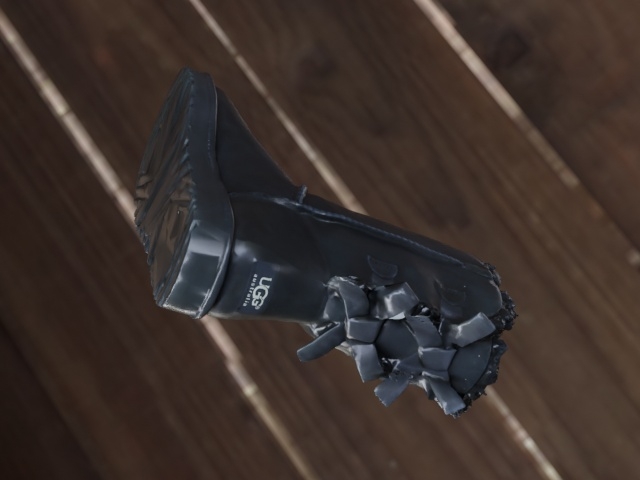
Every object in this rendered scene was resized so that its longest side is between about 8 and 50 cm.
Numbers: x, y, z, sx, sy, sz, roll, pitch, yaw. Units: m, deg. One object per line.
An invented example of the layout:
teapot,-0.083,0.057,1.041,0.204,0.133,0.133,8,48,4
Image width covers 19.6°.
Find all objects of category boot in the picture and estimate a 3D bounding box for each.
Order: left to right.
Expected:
boot,0.000,-0.001,0.536,0.099,0.121,0.045,18,114,-18
